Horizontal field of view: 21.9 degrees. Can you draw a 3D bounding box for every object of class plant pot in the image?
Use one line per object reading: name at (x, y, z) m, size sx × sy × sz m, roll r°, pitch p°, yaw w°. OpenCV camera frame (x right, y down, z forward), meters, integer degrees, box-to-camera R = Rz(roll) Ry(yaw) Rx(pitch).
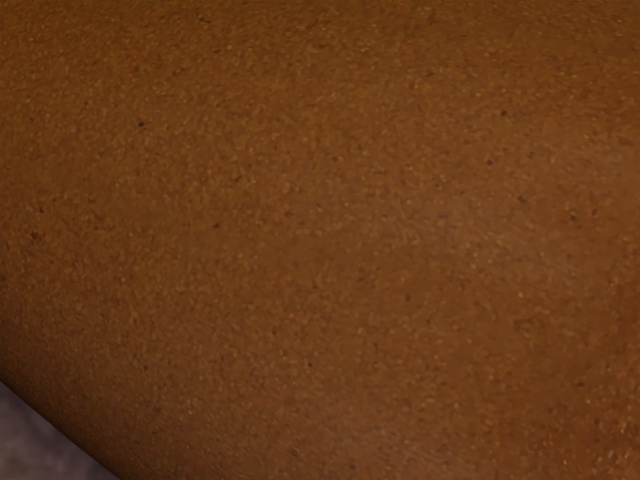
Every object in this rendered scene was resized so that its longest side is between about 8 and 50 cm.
plant pot at (0.000, 0.000, 0.507) m, size 0.254 × 0.237 × 0.237 m, roll 20°, pitch 61°, yaw 11°
